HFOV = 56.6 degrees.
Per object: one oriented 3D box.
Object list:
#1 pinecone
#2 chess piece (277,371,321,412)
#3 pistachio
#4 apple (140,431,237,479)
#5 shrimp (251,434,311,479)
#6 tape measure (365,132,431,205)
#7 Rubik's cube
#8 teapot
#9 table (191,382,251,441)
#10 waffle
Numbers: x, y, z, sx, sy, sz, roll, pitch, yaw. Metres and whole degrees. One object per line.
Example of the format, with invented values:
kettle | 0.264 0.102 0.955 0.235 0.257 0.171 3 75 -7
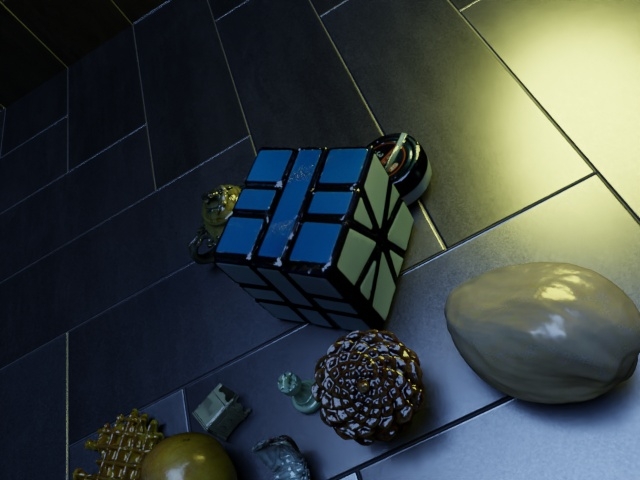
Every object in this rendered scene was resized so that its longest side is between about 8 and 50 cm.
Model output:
pinecone | 0.088 0.261 1.056 0.207 0.208 0.208 -14 54 20
chess piece | -0.043 0.293 1.165 0.067 0.103 0.067 -15 53 21
pistachio | 0.348 0.147 0.976 0.331 0.207 0.226 -3 79 44
apple | -0.249 0.454 1.136 0.155 0.183 0.182 -30 42 -32
shrimp | -0.036 0.529 0.980 0.221 0.166 0.411 -26 38 15
tape measure | 0.158 -0.153 1.350 0.182 0.107 0.181 -44 46 -3
Rubik's cube | 0.000 0.000 1.219 0.283 0.293 0.289 3 63 33
teapot | -0.228 -0.058 1.451 0.269 0.182 0.173 -46 50 -4
table | -0.202 0.355 1.229 0.083 0.079 0.062 -48 48 -9
waffle | -0.431 0.492 1.285 0.231 0.051 0.229 -38 49 0
